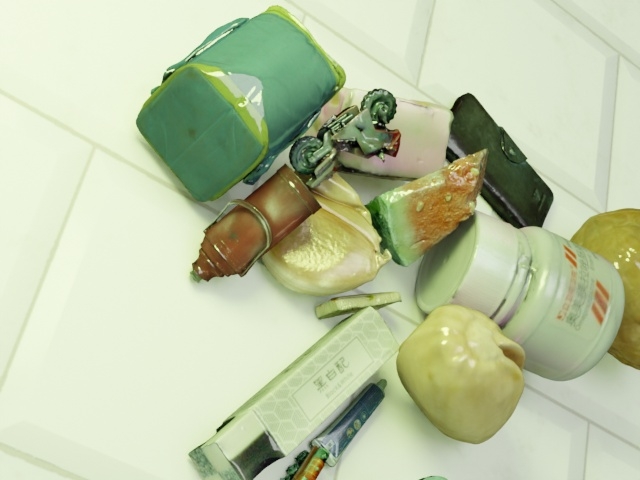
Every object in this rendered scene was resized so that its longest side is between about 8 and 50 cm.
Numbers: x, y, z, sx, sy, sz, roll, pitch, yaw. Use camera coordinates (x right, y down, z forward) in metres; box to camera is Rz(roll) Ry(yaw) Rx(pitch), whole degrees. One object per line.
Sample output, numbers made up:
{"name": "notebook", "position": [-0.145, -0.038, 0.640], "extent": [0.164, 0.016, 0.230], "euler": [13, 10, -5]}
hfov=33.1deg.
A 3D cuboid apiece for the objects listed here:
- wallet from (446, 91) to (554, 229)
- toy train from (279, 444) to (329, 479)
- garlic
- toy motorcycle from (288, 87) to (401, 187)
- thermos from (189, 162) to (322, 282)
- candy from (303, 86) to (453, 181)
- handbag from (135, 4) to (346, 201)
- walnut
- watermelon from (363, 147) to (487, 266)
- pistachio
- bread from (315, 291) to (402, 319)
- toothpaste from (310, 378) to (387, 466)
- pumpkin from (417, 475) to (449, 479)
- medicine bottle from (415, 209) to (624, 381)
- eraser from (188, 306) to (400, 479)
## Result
{"name": "wallet", "position": [0.367, -0.151, 2.233], "extent": [0.318, 0.045, 0.172], "euler": [47, 52, -14]}
{"name": "toy train", "position": [-0.022, 0.367, 1.697], "extent": [0.044, 0.064, 0.103], "euler": [46, 50, -11]}
{"name": "garlic", "position": [0.000, 0.000, 1.844], "extent": [0.228, 0.110, 0.217], "euler": [40, 62, 6]}
{"name": "toy motorcycle", "position": [0.050, -0.162, 1.820], "extent": [0.213, 0.082, 0.122], "euler": [-34, 109, -10]}
{"name": "thermos", "position": [-0.114, -0.014, 1.725], "extent": [0.232, 0.124, 0.099], "euler": [-41, 84, 0]}
{"name": "candy", "position": [0.110, -0.192, 1.970], "extent": [0.265, 0.115, 0.156], "euler": [4, 96, -36]}
{"name": "handbag", "position": [-0.130, -0.221, 1.730], "extent": [0.222, 0.263, 0.241], "euler": [47, 48, -3]}
{"name": "walnut", "position": [0.645, 0.087, 2.193], "extent": [0.344, 0.306, 0.306], "euler": [55, 49, -10]}
{"name": "watermelon", "position": [0.209, -0.074, 1.906], "extent": [0.256, 0.193, 0.140], "euler": [-32, 96, -3]}
{"name": "pistachio", "position": [0.241, 0.238, 1.837], "extent": [0.318, 0.213, 0.194], "euler": [75, 20, -49]}
{"name": "bread", "position": [0.066, 0.111, 1.871], "extent": [0.153, 0.068, 0.028], "euler": [-4, 75, -38]}
{"name": "toothpaste", "position": [0.056, 0.297, 1.807], "extent": [0.057, 0.035, 0.197], "euler": [49, 52, -3]}
{"name": "pumpkin", "position": [0.101, 0.520, 1.646], "extent": [0.293, 0.196, 0.263], "euler": [-36, 104, -49]}
{"name": "medicine bottle", "position": [0.365, 0.094, 1.987], "extent": [0.324, 0.256, 0.256], "euler": [25, 57, -17]}
{"name": "eraser", "position": [-0.033, 0.250, 1.716], "extent": [0.404, 0.098, 0.096], "euler": [-36, 94, -42]}
